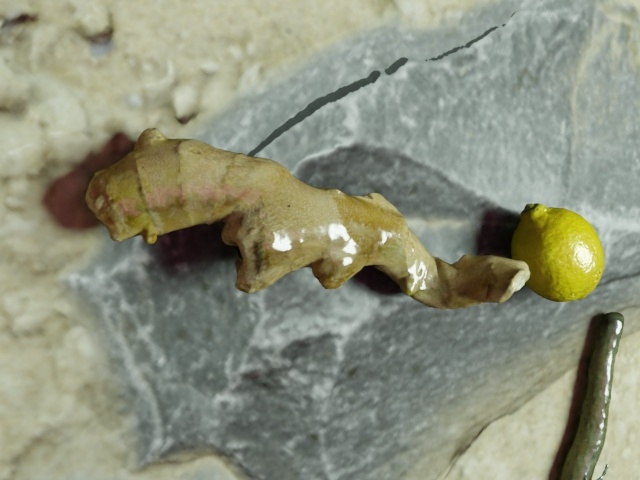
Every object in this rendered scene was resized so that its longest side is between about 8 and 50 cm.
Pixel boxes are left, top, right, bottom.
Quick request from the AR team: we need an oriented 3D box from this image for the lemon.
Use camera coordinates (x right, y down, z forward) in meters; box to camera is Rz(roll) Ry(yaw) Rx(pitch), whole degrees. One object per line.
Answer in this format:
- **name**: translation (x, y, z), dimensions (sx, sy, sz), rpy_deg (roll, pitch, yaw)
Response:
- **lemon**: translation (0.167, 0.008, 0.681), dimensions (0.062, 0.062, 0.083), rpy_deg (-37, 106, -18)

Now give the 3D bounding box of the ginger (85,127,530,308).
- **ginger**: translation (0.000, 0.000, 0.595), dimensions (0.288, 0.075, 0.089), rpy_deg (18, 64, -21)

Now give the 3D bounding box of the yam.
- **yam**: translation (0.200, 0.169, 0.732), dimensions (0.027, 0.029, 0.234), rpy_deg (15, 89, -15)
